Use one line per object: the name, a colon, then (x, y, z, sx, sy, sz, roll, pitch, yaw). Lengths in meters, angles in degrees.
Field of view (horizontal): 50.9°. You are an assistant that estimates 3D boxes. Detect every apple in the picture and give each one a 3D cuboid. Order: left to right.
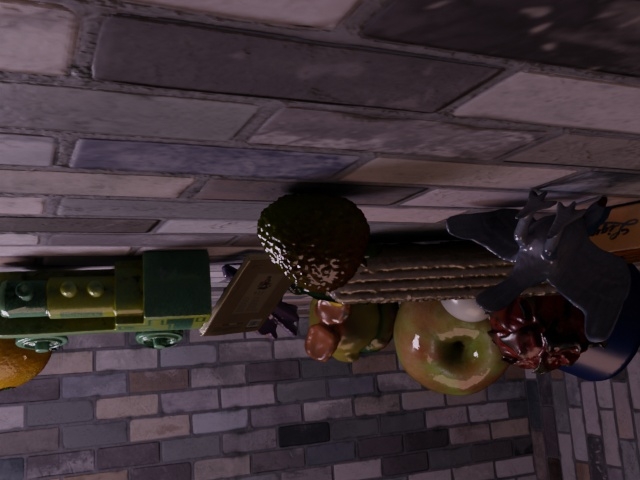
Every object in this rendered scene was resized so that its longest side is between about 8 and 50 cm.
apple: (0.342, 0.230, 1.711, 0.319, 0.318, 0.277, -6, -161, 12)

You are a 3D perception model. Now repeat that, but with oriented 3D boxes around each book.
book: (-0.120, 0.098, 1.204, 0.139, 0.016, 0.198, 2, 133, -45)

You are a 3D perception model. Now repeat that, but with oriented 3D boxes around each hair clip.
hair clip: (-0.117, 0.112, 1.343, 0.091, 0.137, 0.278, -11, 150, 10)

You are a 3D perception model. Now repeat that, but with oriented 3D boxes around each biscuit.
biscuit: (0.215, 0.046, 1.108, 0.427, 0.078, 0.144, -2, -168, -9)

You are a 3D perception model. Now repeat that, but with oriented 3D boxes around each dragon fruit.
dragon fruit: (0.385, 0.150, 1.184, 0.182, 0.182, 0.189, 6, 142, -46)

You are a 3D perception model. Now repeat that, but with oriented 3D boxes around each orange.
orange: (-0.697, 0.219, 1.464, 0.237, 0.236, 0.236, -4, 171, -1)

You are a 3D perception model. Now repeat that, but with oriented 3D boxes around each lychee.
lychee: (0.000, 0.000, 0.745, 0.147, 0.114, 0.114, 21, 160, -26)

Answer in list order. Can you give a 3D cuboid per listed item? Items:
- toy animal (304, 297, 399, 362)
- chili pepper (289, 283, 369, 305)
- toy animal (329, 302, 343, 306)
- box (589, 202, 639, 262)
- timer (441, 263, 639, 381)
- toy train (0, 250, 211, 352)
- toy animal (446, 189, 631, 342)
toy animal: (0.076, 0.200, 1.765, 0.191, 0.215, 0.338, 22, -169, 34)
chili pepper: (0.002, 0.077, 1.250, 0.224, 0.061, 0.098, 7, 138, 47)
toy animal: (0.044, 0.081, 1.335, 0.115, 0.091, 0.082, -1, 156, -6)
box: (0.489, -0.008, 1.027, 0.237, 0.070, 0.152, 7, 166, -44)
timer: (0.424, 0.121, 1.375, 0.384, 0.270, 0.270, 14, 167, -11)
toy train: (-0.371, 0.100, 1.123, 0.369, 0.150, 0.237, -1, 162, -15)
toy animal: (0.291, 0.017, 0.838, 0.255, 0.239, 0.176, -42, 141, -10)
